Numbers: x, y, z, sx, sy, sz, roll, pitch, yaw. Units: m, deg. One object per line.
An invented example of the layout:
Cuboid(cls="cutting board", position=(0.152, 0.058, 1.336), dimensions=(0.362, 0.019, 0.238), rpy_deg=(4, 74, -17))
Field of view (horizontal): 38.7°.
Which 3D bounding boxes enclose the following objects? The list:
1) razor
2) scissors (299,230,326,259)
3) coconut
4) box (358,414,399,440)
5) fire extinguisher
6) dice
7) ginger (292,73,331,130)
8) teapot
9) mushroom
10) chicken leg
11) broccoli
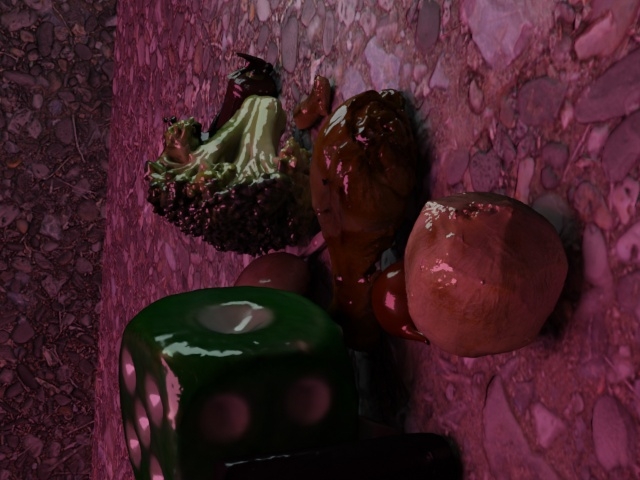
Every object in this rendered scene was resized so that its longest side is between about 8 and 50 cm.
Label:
Cuboid(cls="razor", position=(0.017, 0.350, 1.200), dimensions=(0.107, 0.327, 0.189), rpy_deg=(-131, 43, -63))
Cuboid(cls="scissors", position=(0.000, 0.000, 1.589), dimensions=(0.176, 0.022, 0.085), rpy_deg=(-42, 56, 54))
Cuboid(cls="coconut", position=(0.182, 0.029, 1.023), dimensions=(0.194, 0.194, 0.194), rpy_deg=(180, 90, -65))
Cuboid(cls="box", position=(-0.002, 0.371, 1.505), dimensions=(0.365, 0.051, 0.204), rpy_deg=(1, 74, 64))
Cuboid(cls="fire extinguisher", position=(-0.171, -0.235, 1.833), dimensions=(0.105, 0.141, 0.341), rpy_deg=(38, 132, 21))
Cuboid(cls="dice", position=(-0.123, 0.247, 1.348), dimensions=(0.287, 0.297, 0.300), rpy_deg=(-150, 57, -61))
Cuboid(cls="ginger", position=(-0.015, -0.234, 1.599), dimensions=(0.137, 0.044, 0.057), rpy_deg=(132, 150, -53))
Cuboid(cls="teapot", position=(0.136, 0.071, 1.217), dimensions=(0.116, 0.116, 0.173), rpy_deg=(125, 164, -51))
Cuboid(cls="mushroom", position=(-0.083, 0.131, 1.604), dimensions=(0.226, 0.178, 0.226), rpy_deg=(-156, 90, -83))
Cuboid(cls="chicken leg", position=(0.057, -0.008, 1.355), dimensions=(0.201, 0.153, 0.429), rpy_deg=(-115, 25, -64))
Cuboid(cls="broccoli", position=(-0.151, -0.129, 1.631), dimensions=(0.348, 0.293, 0.280), rpy_deg=(-18, 47, 57))
